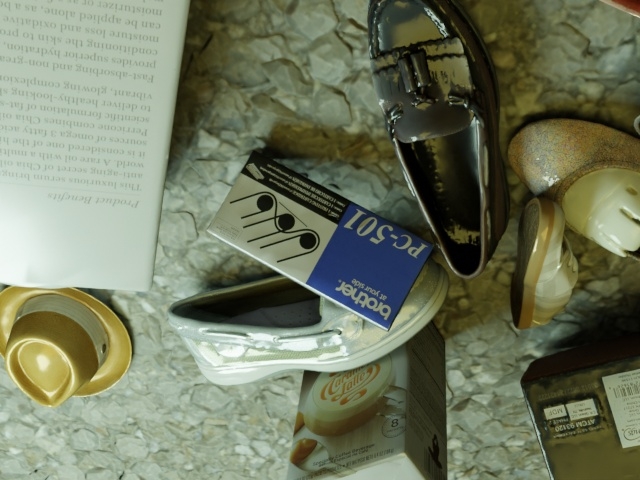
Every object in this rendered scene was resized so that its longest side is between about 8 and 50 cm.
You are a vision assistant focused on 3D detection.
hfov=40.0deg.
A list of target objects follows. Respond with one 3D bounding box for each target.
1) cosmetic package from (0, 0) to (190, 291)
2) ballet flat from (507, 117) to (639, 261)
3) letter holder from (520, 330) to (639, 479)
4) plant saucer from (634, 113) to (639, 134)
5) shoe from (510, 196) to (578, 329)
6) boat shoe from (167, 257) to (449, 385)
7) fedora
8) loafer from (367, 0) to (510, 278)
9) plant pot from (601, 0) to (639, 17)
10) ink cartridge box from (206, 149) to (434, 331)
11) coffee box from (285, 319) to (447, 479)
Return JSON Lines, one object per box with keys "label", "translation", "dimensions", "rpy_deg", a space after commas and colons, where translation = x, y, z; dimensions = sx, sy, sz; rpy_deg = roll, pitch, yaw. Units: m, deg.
{"label": "cosmetic package", "translation": [-0.235, -0.178, 0.752], "dimensions": [0.230, 0.161, 0.453], "rpy_deg": [5, 127, -15]}
{"label": "ballet flat", "translation": [0.326, -0.018, 0.852], "dimensions": [0.316, 0.106, 0.107], "rpy_deg": [24, 127, -9]}
{"label": "letter holder", "translation": [0.399, 0.165, 0.967], "dimensions": [0.301, 0.214, 0.152], "rpy_deg": [-18, 90, 21]}
{"label": "plant saucer", "translation": [0.419, -0.075, 0.717], "dimensions": [0.310, 0.310, 0.050], "rpy_deg": [18, 90, -5]}
{"label": "shoe", "translation": [0.232, 0.025, 0.895], "dimensions": [0.058, 0.077, 0.219], "rpy_deg": [-1, 150, 6]}
{"label": "boat shoe", "translation": [-0.017, 0.074, 0.964], "dimensions": [0.320, 0.118, 0.103], "rpy_deg": [-15, 127, 26]}
{"label": "fedora", "translation": [-0.327, 0.140, 1.073], "dimensions": [0.194, 0.079, 0.194], "rpy_deg": [4, 127, 5]}
{"label": "loafer", "translation": [0.118, -0.098, 0.826], "dimensions": [0.109, 0.095, 0.302], "rpy_deg": [-9, 124, 22]}
{"label": "plant pot", "translation": [0.319, -0.278, 0.587], "dimensions": [0.272, 0.272, 0.265], "rpy_deg": [16, 118, -4]}
{"label": "ink cartridge box", "translation": [0.000, 0.000, 0.882], "dimensions": [0.207, 0.046, 0.097], "rpy_deg": [29, 84, 8]}
{"label": "coffee box", "translation": [0.055, 0.182, 0.946], "dimensions": [0.141, 0.246, 0.098], "rpy_deg": [-23, 120, 21]}
